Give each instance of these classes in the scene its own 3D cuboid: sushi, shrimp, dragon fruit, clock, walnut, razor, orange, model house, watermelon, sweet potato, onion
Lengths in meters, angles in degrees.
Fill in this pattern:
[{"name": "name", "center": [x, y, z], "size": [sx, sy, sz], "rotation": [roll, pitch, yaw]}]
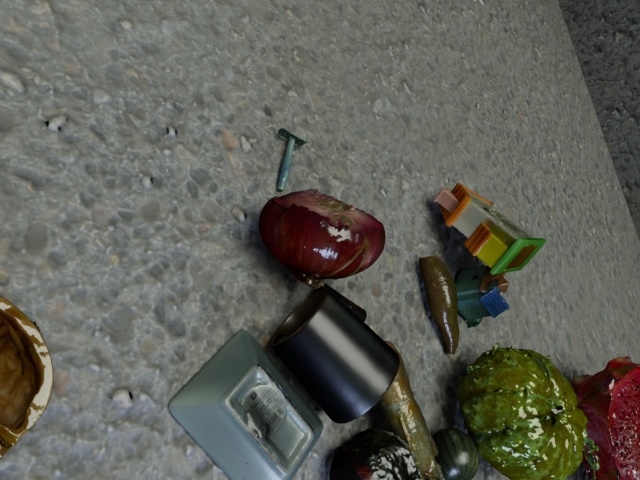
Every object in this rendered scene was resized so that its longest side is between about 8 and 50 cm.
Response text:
[{"name": "sushi", "center": [0.113, 0.451, 0.783], "size": [0.126, 0.136, 0.225], "rotation": [-24, 82, -44]}, {"name": "shrimp", "center": [0.176, 0.353, 0.880], "size": [0.168, 0.077, 0.318], "rotation": [16, 56, -69]}, {"name": "dragon fruit", "center": [0.835, 0.519, 1.255], "size": [0.371, 0.249, 0.386], "rotation": [-44, 98, -24]}, {"name": "clock", "center": [0.426, -0.038, 1.175], "size": [0.219, 0.106, 0.255], "rotation": [1, 38, -49]}, {"name": "walnut", "center": [-0.410, 0.154, 0.516], "size": [0.167, 0.087, 0.211], "rotation": [-22, 85, -34]}, {"name": "razor", "center": [-0.070, -0.164, 0.943], "size": [0.068, 0.040, 0.135], "rotation": [23, 65, -29]}, {"name": "orange", "center": [0.437, 0.393, 1.004], "size": [0.301, 0.223, 0.300], "rotation": [15, 53, -30]}, {"name": "model house", "center": [0.433, 0.130, 1.146], "size": [0.119, 0.148, 0.148], "rotation": [48, 53, -15]}, {"name": "watermelon", "center": [0.273, 0.442, 0.938], "size": [0.105, 0.105, 0.133], "rotation": [45, 15, -16]}, {"name": "sweet potato", "center": [0.299, 0.151, 1.082], "size": [0.077, 0.077, 0.244], "rotation": [-5, 75, -39]}, {"name": "onion", "center": [0.001, -0.011, 0.834], "size": [0.247, 0.161, 0.248], "rotation": [25, 25, -13]}]

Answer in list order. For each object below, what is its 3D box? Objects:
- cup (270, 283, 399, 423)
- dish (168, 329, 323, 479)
[{"name": "cup", "center": [0.017, 0.193, 0.829], "size": [0.166, 0.239, 0.177], "rotation": [-43, 97, 3]}, {"name": "dish", "center": [-0.093, 0.284, 0.721], "size": [0.243, 0.080, 0.182], "rotation": [52, 50, -9]}]
